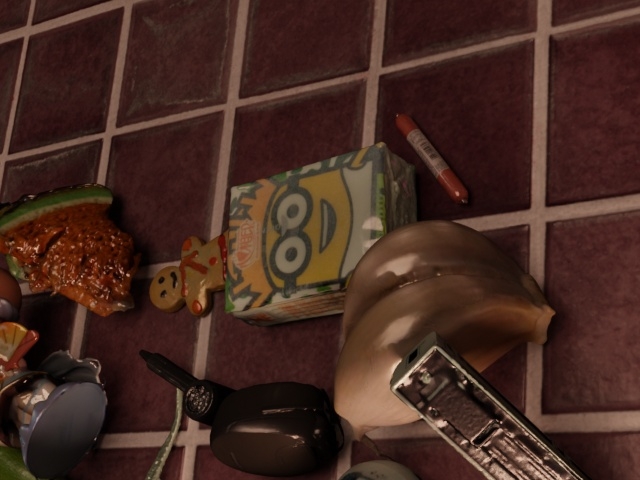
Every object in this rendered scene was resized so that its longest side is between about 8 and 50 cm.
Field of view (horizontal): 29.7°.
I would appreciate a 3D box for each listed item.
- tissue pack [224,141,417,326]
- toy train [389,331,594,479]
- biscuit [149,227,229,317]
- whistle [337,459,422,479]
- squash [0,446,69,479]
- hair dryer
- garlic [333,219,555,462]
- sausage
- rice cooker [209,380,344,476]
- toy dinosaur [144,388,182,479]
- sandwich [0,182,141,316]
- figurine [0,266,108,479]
[{"bbox_3d":[0.000,0.000,1.909,0.311,0.128,0.228,-13,64,31],"label":"tissue pack"},{"bbox_3d":[0.262,0.284,1.529,0.407,0.088,0.086,43,100,-5],"label":"toy train"},{"bbox_3d":[-0.205,0.057,2.103,0.234,0.030,0.153,-23,58,27],"label":"biscuit"},{"bbox_3d":[0.055,0.378,1.699,0.290,0.163,0.163,7,76,37],"label":"whistle"},{"bbox_3d":[-0.540,0.419,2.148,0.395,0.107,0.107,26,88,38],"label":"squash"},{"bbox_3d":[-0.226,0.233,1.969,0.255,0.128,0.070,25,86,36],"label":"hair dryer"},{"bbox_3d":[0.122,0.122,1.697,0.340,0.246,0.231,-44,51,15],"label":"garlic"},{"bbox_3d":[0.173,-0.131,1.901,0.029,0.029,0.223,-43,52,14],"label":"sausage"},{"bbox_3d":[-0.066,0.285,1.827,0.203,0.142,0.118,-6,46,11],"label":"rice cooker"},{"bbox_3d":[-0.264,0.410,1.968,0.129,0.076,0.383,6,66,58],"label":"toy dinosaur"},{"bbox_3d":[-0.443,0.039,2.212,0.301,0.250,0.162,42,142,30],"label":"sandwich"},{"bbox_3d":[-0.554,0.233,2.141,0.388,0.248,0.276,24,114,28],"label":"figurine"}]
